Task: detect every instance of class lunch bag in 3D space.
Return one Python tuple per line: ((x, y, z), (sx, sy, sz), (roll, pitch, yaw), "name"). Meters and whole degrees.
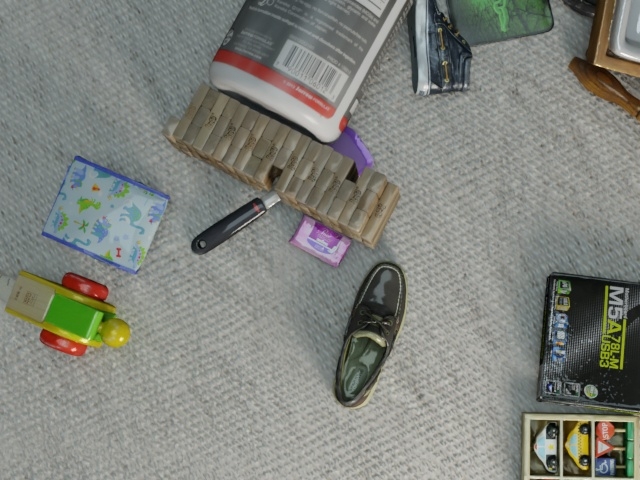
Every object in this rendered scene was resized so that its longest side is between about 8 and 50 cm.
((-0.309, -0.036, 1.816), (0.151, 0.096, 0.128), (23, 87, -8), "lunch bag")

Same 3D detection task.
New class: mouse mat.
((0.257, -0.389, 1.877), (0.153, 0.007, 0.189), (-11, 86, 0), "mouse mat")

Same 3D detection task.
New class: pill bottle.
((0.014, -0.336, 1.774), (0.210, 0.210, 0.363), (29, 87, 2), "pill bottle")

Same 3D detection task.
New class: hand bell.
((0.461, -0.189, 1.833), (0.242, 0.126, 0.126), (39, 88, 15), "hand bell")

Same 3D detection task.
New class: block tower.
((-0.055, -0.110, 1.793), (0.336, 0.091, 0.097), (26, 82, 11), "block tower")

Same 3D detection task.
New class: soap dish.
((0.521, -0.323, 1.785), (0.291, 0.118, 0.228), (12, 87, -17), "soap dish")

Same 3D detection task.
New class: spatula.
((-0.064, -0.066, 1.848), (0.296, 0.030, 0.084), (-32, 86, -1), "spatula")

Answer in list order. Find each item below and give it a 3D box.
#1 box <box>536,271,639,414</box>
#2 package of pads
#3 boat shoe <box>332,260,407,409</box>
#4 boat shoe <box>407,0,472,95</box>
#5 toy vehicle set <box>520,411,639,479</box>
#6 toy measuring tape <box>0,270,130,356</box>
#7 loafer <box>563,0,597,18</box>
((0.411, 0.150, 1.814), (0.184, 0.045, 0.190), (7, 77, 3), "box")
((0.000, 0.000, 1.843), (0.083, 0.032, 0.050), (28, 89, 2), "package of pads")
((0.074, 0.137, 1.814), (0.080, 0.073, 0.223), (19, 87, 1), "boat shoe")
((0.175, -0.304, 1.849), (0.083, 0.065, 0.183), (-2, 89, -8), "boat shoe")
((0.374, 0.383, 1.818), (0.166, 0.035, 0.266), (0, 87, 0), "toy vehicle set")
((-0.404, 0.086, 1.824), (0.330, 0.121, 0.121), (20, 87, 24), "toy measuring tape")
((0.373, -0.385, 1.837), (0.223, 0.078, 0.076), (28, 85, -2), "loafer")
